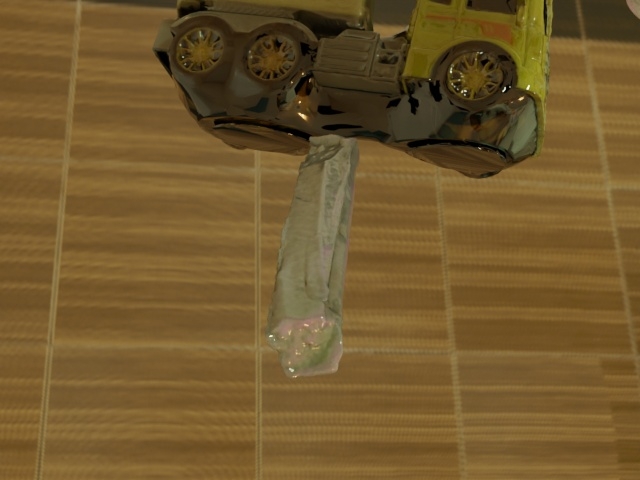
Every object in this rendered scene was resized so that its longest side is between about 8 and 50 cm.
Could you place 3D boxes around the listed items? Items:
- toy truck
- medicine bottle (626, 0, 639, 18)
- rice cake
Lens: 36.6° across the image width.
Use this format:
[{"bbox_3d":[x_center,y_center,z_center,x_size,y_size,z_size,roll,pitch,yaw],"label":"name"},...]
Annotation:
[{"bbox_3d":[0.040,-0.208,1.004,0.405,0.180,0.254,9,76,15],"label":"toy truck"},{"bbox_3d":[0.503,-0.419,1.291,0.151,0.255,0.152,-2,48,2],"label":"medicine bottle"},{"bbox_3d":[0.000,-0.001,0.752,0.055,0.049,0.270,-13,35,15],"label":"rice cake"}]
